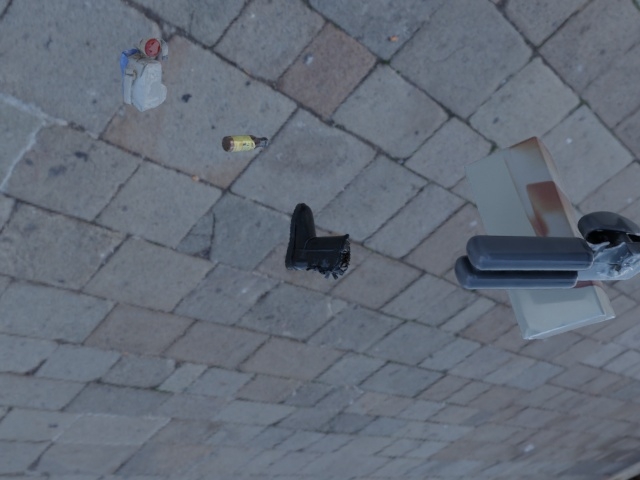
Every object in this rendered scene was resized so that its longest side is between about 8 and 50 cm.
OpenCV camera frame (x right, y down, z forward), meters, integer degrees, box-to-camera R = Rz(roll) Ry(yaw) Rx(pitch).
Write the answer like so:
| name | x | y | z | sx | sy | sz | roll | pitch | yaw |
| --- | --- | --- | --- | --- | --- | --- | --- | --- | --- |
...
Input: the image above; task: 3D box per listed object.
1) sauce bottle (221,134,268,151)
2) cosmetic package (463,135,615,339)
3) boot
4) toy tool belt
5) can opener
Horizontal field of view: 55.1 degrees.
| name | x | y | z | sx | sy | sz | roll | pitch | yaw |
| --- | --- | --- | --- | --- | --- | --- | --- | --- | --- |
| sauce bottle | -0.187 | -0.246 | 1.547 | 0.128 | 0.042 | 0.042 | -13 | 145 | -41 |
| cosmetic package | 0.356 | 0.001 | 1.000 | 0.129 | 0.297 | 0.153 | -23 | 163 | 26 |
| boot | 0.000 | -0.001 | 0.971 | 0.099 | 0.121 | 0.045 | 2 | 163 | 27 |
| toy tool belt | -0.202 | -0.189 | 0.678 | 0.052 | 0.051 | 0.083 | -33 | 145 | -45 |
| can opener | 0.303 | 0.011 | 0.795 | 0.283 | 0.095 | 0.076 | 1 | 139 | -16 |
